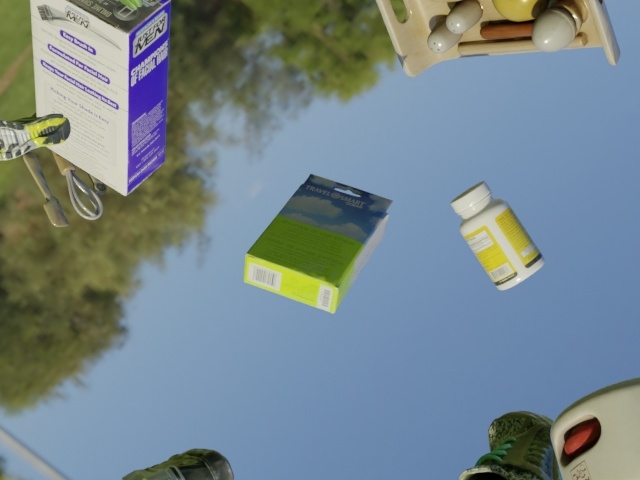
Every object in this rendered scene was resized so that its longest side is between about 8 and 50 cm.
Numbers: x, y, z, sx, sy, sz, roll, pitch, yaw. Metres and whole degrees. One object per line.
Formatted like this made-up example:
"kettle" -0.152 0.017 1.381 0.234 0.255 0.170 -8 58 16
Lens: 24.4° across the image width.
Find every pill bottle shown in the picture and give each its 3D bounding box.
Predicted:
"pill bottle" 0.199 -0.007 1.683 0.065 0.116 0.065 -33 -176 2

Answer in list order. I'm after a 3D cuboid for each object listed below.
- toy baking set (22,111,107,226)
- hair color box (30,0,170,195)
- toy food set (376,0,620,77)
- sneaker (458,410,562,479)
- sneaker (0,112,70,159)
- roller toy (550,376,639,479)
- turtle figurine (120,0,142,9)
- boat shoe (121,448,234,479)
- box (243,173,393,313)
"toy baking set" -0.406 -0.132 2.414 0.030 0.197 0.256 -42 -173 36
"hair color box" -0.326 -0.247 2.200 0.110 0.185 0.339 -47 159 -34
"toy food set" 0.194 -0.298 1.764 0.306 0.220 0.092 1 -143 40
"sneaker" 0.314 0.383 2.442 0.410 0.182 0.158 -110 -138 -69
"sneaker" -0.236 -0.079 1.147 0.083 0.031 0.035 -11 -174 -33
"roller toy" 0.373 0.256 1.727 0.209 0.191 0.146 -21 -118 14
"turtle figurine" -0.066 -0.303 1.307 0.198 0.275 0.266 27 -109 43
"boat shoe" -0.181 0.343 1.958 0.119 0.121 0.335 -22 176 -19
"box" 0.000 0.000 1.618 0.178 0.109 0.042 -54 159 -50
